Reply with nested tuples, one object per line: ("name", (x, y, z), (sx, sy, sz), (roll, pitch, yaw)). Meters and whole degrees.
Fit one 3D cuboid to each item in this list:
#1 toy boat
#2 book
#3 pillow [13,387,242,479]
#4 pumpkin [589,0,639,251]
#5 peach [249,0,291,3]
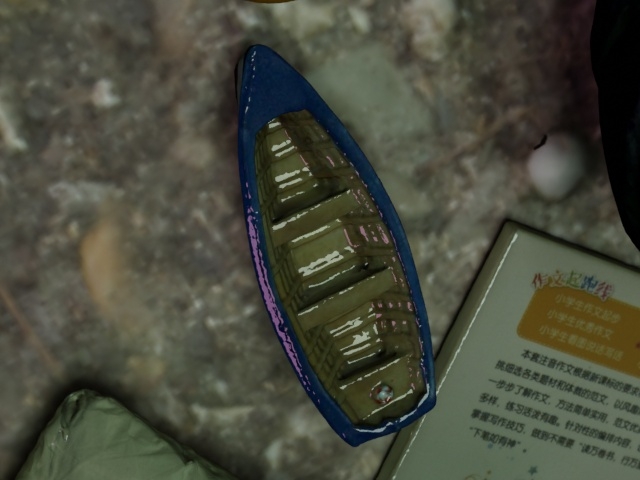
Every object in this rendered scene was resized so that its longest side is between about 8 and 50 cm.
("toy boat", (0.000, 0.000, 0.758), (0.080, 0.046, 0.229), (-26, 117, -7))
("book", (0.128, 0.151, 0.878), (0.208, 0.020, 0.295), (20, 104, -25))
("pillow", (-0.082, 0.255, 0.779), (0.281, 0.076, 0.274), (35, 98, -8))
("pumpkin", (0.278, -0.100, 0.639), (0.266, 0.363, 0.363), (15, 106, -17))
("peach", (-0.024, -0.192, 0.638), (0.179, 0.103, 0.179), (-6, 111, -15))
